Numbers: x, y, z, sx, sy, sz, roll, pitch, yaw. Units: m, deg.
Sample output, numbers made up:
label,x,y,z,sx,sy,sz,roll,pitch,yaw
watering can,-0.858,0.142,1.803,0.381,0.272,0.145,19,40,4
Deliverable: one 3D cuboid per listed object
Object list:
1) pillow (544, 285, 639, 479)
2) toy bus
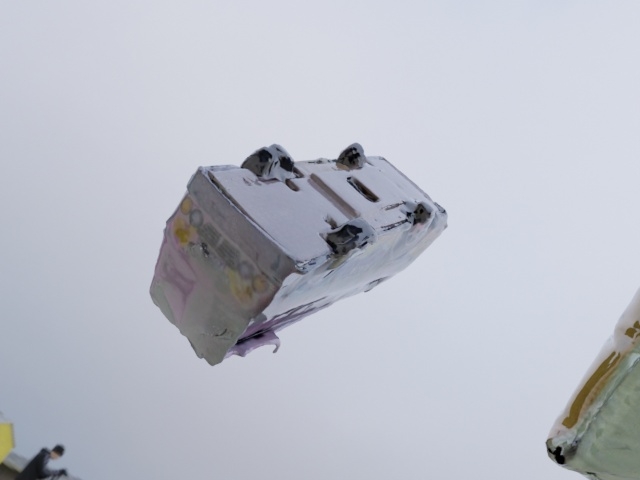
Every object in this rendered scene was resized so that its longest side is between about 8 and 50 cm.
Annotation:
label,x,y,z,sx,sy,sz,roll,pitch,yaw
pillow,0.330,0.093,0.436,0.312,0.310,0.119,36,-4,-29
toy bus,0.000,0.000,0.477,0.112,0.317,0.138,44,-64,17
